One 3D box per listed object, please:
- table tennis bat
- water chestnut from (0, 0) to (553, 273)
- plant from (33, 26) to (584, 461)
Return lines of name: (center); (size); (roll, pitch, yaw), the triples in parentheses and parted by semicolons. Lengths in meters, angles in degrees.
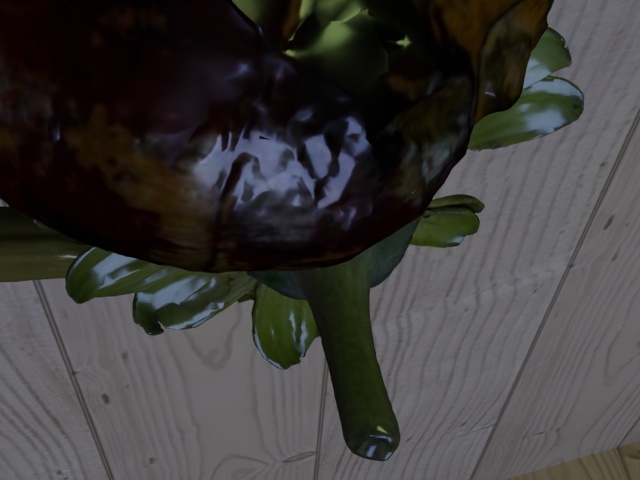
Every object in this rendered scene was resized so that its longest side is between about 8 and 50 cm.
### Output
table tennis bat: (-0.123, -0.002, 1.111); (0.321, 0.050, 0.198); (-3, -168, -38)
water chestnut: (-0.042, -0.124, 0.700); (0.289, 0.289, 0.244); (-5, -176, -30)
plant: (-0.026, -0.039, 0.914); (0.306, 0.261, 0.297); (-41, -172, 29)
